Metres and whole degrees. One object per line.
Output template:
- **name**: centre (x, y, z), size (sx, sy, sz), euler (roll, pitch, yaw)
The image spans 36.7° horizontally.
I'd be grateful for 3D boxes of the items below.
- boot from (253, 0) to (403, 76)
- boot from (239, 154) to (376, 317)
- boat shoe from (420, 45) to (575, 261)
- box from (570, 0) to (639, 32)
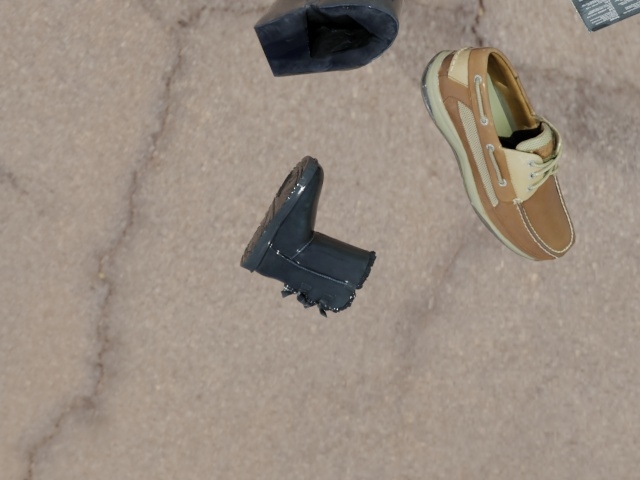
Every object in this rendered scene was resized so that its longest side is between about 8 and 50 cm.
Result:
- **boot**: centre (0.122, -0.431, 1.431), size (0.367, 0.445, 0.146), euler (-19, 118, 31)
- **boot**: centre (0.000, 0.000, 0.803), size (0.099, 0.045, 0.121), euler (27, 109, -14)
- **boat shoe**: centre (0.254, -0.113, 1.280), size (0.120, 0.122, 0.324), euler (-10, 120, 53)
- **box**: centre (0.361, -0.306, 0.992), size (0.180, 0.147, 0.077), euler (-16, 113, 54)
